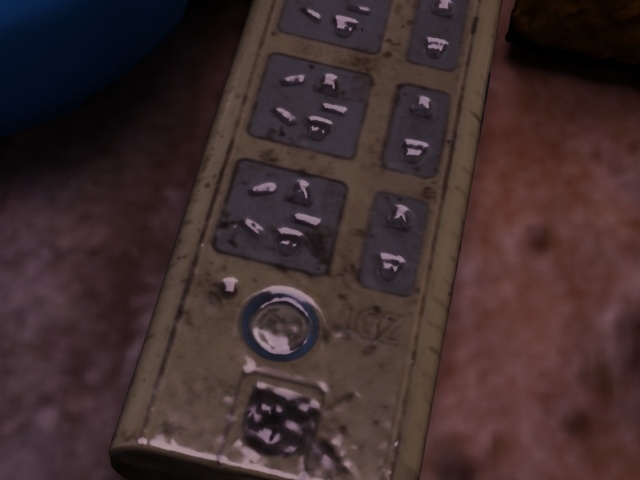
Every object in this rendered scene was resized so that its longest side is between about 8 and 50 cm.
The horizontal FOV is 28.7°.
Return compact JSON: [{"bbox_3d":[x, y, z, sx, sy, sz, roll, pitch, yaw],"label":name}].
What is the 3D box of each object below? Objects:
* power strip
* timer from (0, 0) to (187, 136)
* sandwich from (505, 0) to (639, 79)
[{"bbox_3d":[0.000,0.000,0.415,0.092,0.034,0.268,14,59,0],"label":"power strip"},{"bbox_3d":[-0.142,-0.197,0.466,0.309,0.115,0.340,30,61,13],"label":"timer"},{"bbox_3d":[0.240,-0.138,0.494,0.273,0.095,0.249,21,56,6],"label":"sandwich"}]
